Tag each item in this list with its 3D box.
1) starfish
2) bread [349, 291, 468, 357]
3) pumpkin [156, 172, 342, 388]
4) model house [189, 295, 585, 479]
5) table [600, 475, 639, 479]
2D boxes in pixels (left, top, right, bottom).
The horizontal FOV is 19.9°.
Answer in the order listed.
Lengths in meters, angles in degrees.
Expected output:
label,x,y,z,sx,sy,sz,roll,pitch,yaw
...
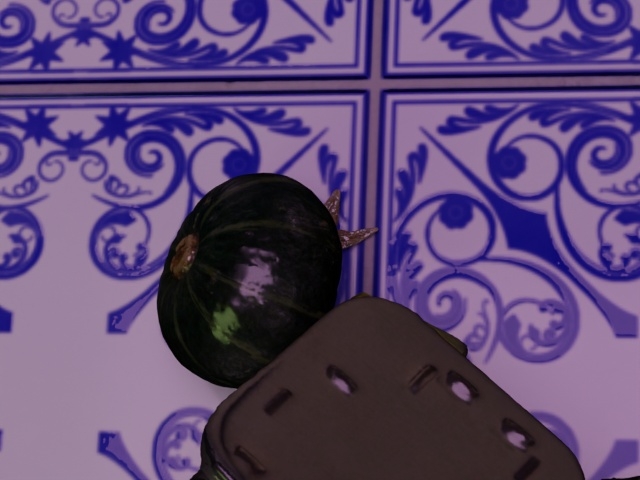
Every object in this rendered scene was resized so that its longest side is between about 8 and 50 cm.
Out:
label,x,y,z,sx,sy,sz,roll,pitch,yaw
starfish,0.000,0.000,1.451,0.086,0.016,0.092,10,71,13
bread,0.043,0.109,1.370,0.114,0.111,0.129,19,82,6
pumpkin,-0.053,0.030,1.379,0.125,0.167,0.167,26,79,-11
model house,0.024,0.217,1.273,0.218,0.278,0.205,41,54,16
table,0.200,0.278,1.244,0.172,0.169,0.193,39,84,5
